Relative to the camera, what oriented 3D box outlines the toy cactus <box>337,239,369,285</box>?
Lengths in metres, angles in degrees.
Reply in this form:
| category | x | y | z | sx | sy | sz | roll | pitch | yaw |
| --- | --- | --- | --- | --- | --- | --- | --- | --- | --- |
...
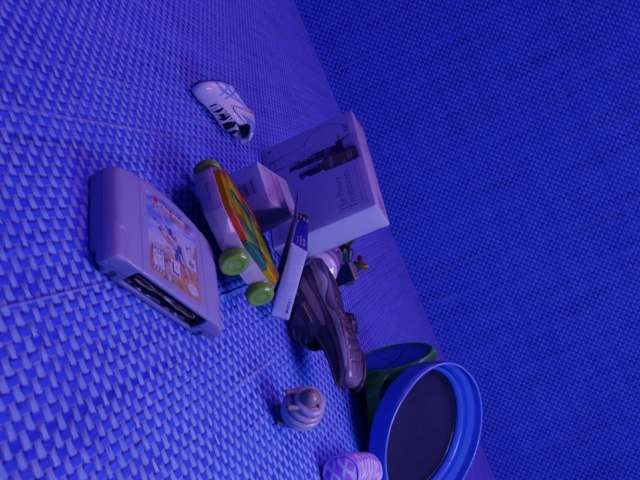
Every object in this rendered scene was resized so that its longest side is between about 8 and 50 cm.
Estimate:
| category | x | y | z | sx | sy | sz | roll | pitch | yaw |
| --- | --- | --- | --- | --- | --- | --- | --- | --- | --- |
| toy cactus | 0.103 | 0.063 | 2.335 | 0.219 | 0.112 | 0.181 | 63 | 22 | -54 |

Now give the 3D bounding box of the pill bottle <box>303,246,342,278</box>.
| category | x | y | z | sx | sy | sz | roll | pitch | yaw |
| --- | --- | --- | --- | --- | --- | --- | --- | --- | --- |
| pill bottle | -0.004 | 0.071 | 1.868 | 0.108 | 0.108 | 0.180 | 65 | 15 | -9 |

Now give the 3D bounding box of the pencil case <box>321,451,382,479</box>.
| category | x | y | z | sx | sy | sz | roll | pitch | yaw |
| --- | --- | --- | --- | --- | --- | --- | --- | --- | --- |
| pencil case | 0.074 | 0.499 | 1.516 | 0.088 | 0.086 | 0.206 | 56 | 10 | 22 |

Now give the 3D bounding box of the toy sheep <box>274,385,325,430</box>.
| category | x | y | z | sx | sy | sz | roll | pitch | yaw |
| --- | --- | --- | --- | --- | --- | --- | --- | --- | --- |
| toy sheep | -0.038 | 0.323 | 1.353 | 0.091 | 0.132 | 0.091 | 15 | 48 | -18 |

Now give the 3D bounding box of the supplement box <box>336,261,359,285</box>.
| category | x | y | z | sx | sy | sz | roll | pitch | yaw |
| --- | --- | --- | --- | --- | --- | --- | --- | --- | --- |
| supplement box | 0.063 | 0.105 | 2.114 | 0.083 | 0.083 | 0.056 | 3 | 66 | -76 |

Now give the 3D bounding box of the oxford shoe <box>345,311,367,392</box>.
| category | x | y | z | sx | sy | sz | roll | pitch | yaw |
| --- | --- | --- | --- | --- | --- | --- | --- | --- | --- |
| oxford shoe | 0.057 | 0.289 | 1.850 | 0.096 | 0.082 | 0.227 | 22 | 43 | -45 |

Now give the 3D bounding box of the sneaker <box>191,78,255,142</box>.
| category | x | y | z | sx | sy | sz | roll | pitch | yaw |
| --- | --- | --- | --- | --- | --- | --- | --- | --- | --- |
| sneaker | -0.226 | -0.312 | 1.705 | 0.237 | 0.085 | 0.086 | 36 | 41 | -59 |

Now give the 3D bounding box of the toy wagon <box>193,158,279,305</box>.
| category | x | y | z | sx | sy | sz | roll | pitch | yaw |
| --- | --- | --- | --- | --- | --- | --- | --- | --- | --- |
| toy wagon | -0.153 | 0.002 | 1.416 | 0.344 | 0.068 | 0.267 | 59 | 7 | -51 |

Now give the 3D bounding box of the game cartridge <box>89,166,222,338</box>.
| category | x | y | z | sx | sy | sz | roll | pitch | yaw |
| --- | --- | --- | --- | --- | --- | --- | --- | --- | --- |
| game cartridge | -0.255 | 0.018 | 1.132 | 0.297 | 0.062 | 0.198 | 49 | 27 | -52 |

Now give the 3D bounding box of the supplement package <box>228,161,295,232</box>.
| category | x | y | z | sx | sy | sz | roll | pitch | yaw |
| --- | --- | --- | --- | --- | --- | --- | --- | --- | --- |
| supplement package | -0.140 | -0.095 | 1.627 | 0.105 | 0.105 | 0.179 | 71 | 14 | 16 |

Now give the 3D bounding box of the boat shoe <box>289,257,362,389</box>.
| category | x | y | z | sx | sy | sz | roll | pitch | yaw |
| --- | --- | --- | --- | --- | --- | --- | --- | --- | --- |
| boat shoe | 0.001 | 0.202 | 1.642 | 0.355 | 0.130 | 0.132 | -107 | 170 | -45 |

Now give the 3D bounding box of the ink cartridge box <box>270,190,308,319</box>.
| category | x | y | z | sx | sy | sz | roll | pitch | yaw |
| --- | --- | --- | --- | --- | --- | --- | --- | --- | --- |
| ink cartridge box | -0.058 | 0.027 | 1.551 | 0.223 | 0.045 | 0.224 | -91 | -165 | -69 |

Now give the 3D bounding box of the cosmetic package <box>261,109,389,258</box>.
| category | x | y | z | sx | sy | sz | roll | pitch | yaw |
| --- | --- | --- | --- | --- | --- | --- | --- | --- | --- |
| cosmetic package | 0.001 | -0.145 | 1.864 | 0.097 | 0.284 | 0.377 | 51 | 21 | -44 |

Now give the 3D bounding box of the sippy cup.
| category | x | y | z | sx | sy | sz | roll | pitch | yaw |
| --- | --- | --- | --- | --- | --- | --- | --- | --- | --- |
| sippy cup | 0.224 | 0.425 | 1.964 | 0.240 | 0.305 | 0.224 | -2 | -78 | 65 |

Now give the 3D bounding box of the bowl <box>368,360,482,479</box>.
| category | x | y | z | sx | sy | sz | roll | pitch | yaw |
| --- | --- | --- | --- | --- | --- | --- | --- | --- | --- |
| bowl | 0.273 | 0.500 | 1.832 | 0.391 | 0.077 | 0.391 | -7 | 100 | -42 |
